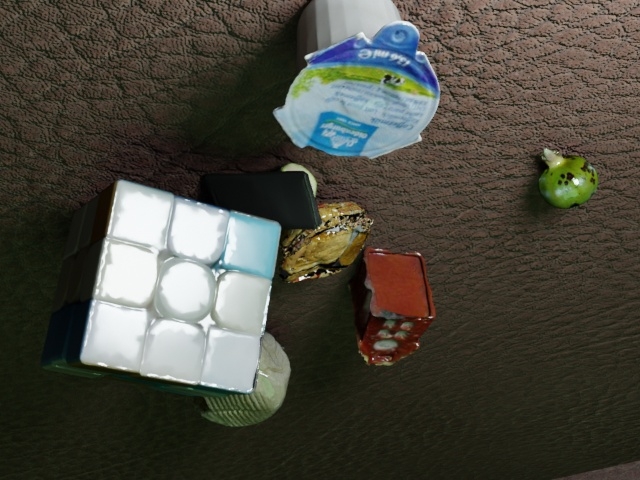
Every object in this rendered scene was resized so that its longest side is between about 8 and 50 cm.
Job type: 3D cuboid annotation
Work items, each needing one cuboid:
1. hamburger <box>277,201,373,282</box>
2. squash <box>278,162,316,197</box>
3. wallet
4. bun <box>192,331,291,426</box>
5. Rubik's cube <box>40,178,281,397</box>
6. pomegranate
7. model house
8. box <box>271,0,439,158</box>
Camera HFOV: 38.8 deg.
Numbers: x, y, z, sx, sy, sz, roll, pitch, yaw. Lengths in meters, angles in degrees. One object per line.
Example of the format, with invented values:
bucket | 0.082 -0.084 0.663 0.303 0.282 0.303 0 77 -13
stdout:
hamburger | 0.000 0.000 1.930 0.231 0.107 0.231 -19 157 -8
squash | -0.094 -0.074 1.873 0.095 0.095 0.188 20 139 -30
wallet | -0.117 -0.080 1.804 0.244 0.025 0.124 2 123 31
bun | -0.203 0.325 2.291 0.281 0.205 0.281 8 141 6
Rubik's cube | -0.318 0.111 1.787 0.346 0.347 0.344 17 163 -26
pomegranate | 0.495 -0.134 1.859 0.122 0.122 0.161 -29 111 27
model house | 0.152 0.168 2.134 0.160 0.196 0.254 1 143 -12
box | 0.058 -0.306 1.487 0.262 0.206 0.291 6 141 -17
